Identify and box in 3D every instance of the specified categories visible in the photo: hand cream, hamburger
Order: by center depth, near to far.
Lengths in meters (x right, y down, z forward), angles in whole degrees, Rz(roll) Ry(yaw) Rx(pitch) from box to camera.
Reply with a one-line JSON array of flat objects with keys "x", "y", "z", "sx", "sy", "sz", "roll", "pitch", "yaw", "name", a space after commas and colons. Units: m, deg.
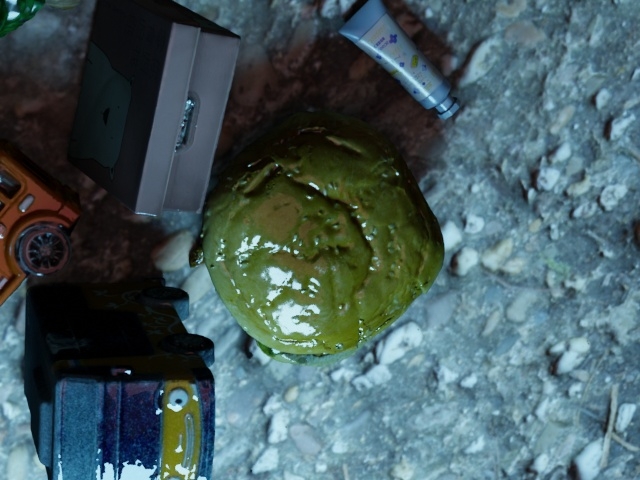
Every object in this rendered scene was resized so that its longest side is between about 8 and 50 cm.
[{"x": 0.002, "y": 0.000, "z": 2.035, "sx": 0.265, "sy": 0.134, "sz": 0.285, "roll": -39, "pitch": 103, "yaw": -17, "name": "hamburger"}, {"x": 0.099, "y": -0.210, "z": 2.071, "sx": 0.065, "sy": 0.043, "sz": 0.170, "roll": -46, "pitch": 112, "yaw": 0, "name": "hand cream"}]

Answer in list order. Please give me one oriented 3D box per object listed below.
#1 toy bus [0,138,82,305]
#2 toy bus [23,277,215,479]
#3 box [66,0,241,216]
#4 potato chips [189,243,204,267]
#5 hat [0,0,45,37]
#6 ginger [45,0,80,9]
[{"x": -0.408, "y": 0.051, "z": 1.943, "sx": 0.153, "sy": 0.143, "sz": 0.329, "roll": 41, "pitch": 93, "yaw": -15, "name": "toy bus"}, {"x": -0.224, "y": 0.160, "z": 1.935, "sx": 0.194, "sy": 0.323, "sz": 0.162, "roll": 0, "pitch": 107, "yaw": -15, "name": "toy bus"}, {"x": -0.182, "y": -0.155, "z": 1.907, "sx": 0.086, "sy": 0.215, "sz": 0.215, "roll": 5, "pitch": 106, "yaw": -31, "name": "box"}, {"x": -0.057, "y": 0.005, "z": 2.101, "sx": 0.204, "sy": 0.026, "sz": 0.037, "roll": -7, "pitch": 111, "yaw": -17, "name": "potato chips"}, {"x": -0.446, "y": -0.333, "z": 1.764, "sx": 0.274, "sy": 0.242, "sz": 0.332, "roll": -27, "pitch": 101, "yaw": -22, "name": "hat"}, {"x": -0.222, "y": -0.378, "z": 1.884, "sx": 0.084, "sy": 0.122, "sz": 0.290, "roll": 23, "pitch": 103, "yaw": 13, "name": "ginger"}]
